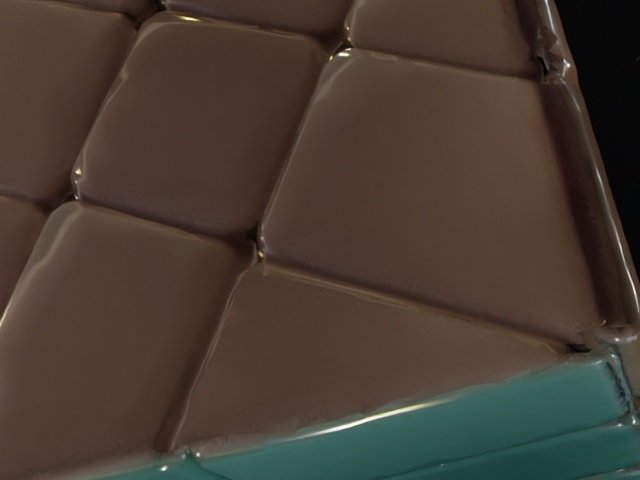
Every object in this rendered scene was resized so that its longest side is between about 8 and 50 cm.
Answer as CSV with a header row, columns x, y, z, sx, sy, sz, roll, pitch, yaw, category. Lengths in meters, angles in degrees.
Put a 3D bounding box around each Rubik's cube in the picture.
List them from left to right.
x,y,z,sx,sy,sz,roll,pitch,yaw,category
0.000,0.000,0.453,0.231,0.224,0.221,-16,-116,13,Rubik's cube
